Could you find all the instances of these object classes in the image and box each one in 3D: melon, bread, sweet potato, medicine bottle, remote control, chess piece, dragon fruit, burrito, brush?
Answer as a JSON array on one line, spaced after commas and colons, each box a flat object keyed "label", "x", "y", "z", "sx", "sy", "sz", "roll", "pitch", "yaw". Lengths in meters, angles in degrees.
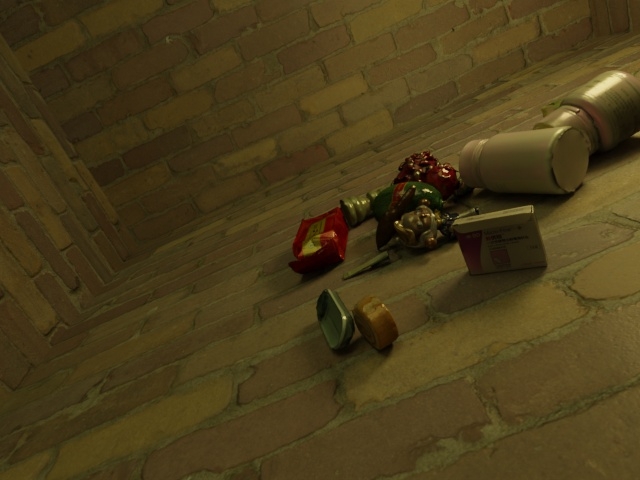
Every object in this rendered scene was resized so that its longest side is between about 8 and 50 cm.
[{"label": "melon", "x": 0.330, "y": -0.129, "z": 1.598, "sx": 0.288, "sy": 0.182, "sz": 0.182, "roll": -8, "pitch": 26, "yaw": 35}, {"label": "bread", "x": 0.138, "y": 0.201, "z": 1.085, "sx": 0.073, "sy": 0.122, "sz": 0.149, "roll": -27, "pitch": 21, "yaw": -13}, {"label": "sweet potato", "x": 0.251, "y": -0.077, "z": 1.506, "sx": 0.269, "sy": 0.075, "sz": 0.074, "roll": -62, "pitch": 9, "yaw": 20}, {"label": "medicine bottle", "x": 0.468, "y": 0.001, "z": 1.128, "sx": 0.201, "sy": 0.171, "sz": 0.052, "roll": -11, "pitch": 28, "yaw": 33}, {"label": "medicine bottle", "x": 0.938, "y": -0.413, "z": 1.505, "sx": 0.302, "sy": 0.241, "sz": 0.241, "roll": -33, "pitch": 20, "yaw": 4}, {"label": "remote control", "x": 0.038, "y": 0.216, "z": 1.206, "sx": 0.052, "sy": 0.104, "sz": 0.247, "roll": 14, "pitch": 14, "yaw": -17}, {"label": "chess piece", "x": 0.220, "y": -0.166, "z": 1.912, "sx": 0.243, "sy": 0.133, "sz": 0.133, "roll": -23, "pitch": 20, "yaw": -7}, {"label": "dragon fruit", "x": 0.457, "y": -0.211, "z": 1.642, "sx": 0.165, "sy": 0.136, "sz": 0.133, "roll": -58, "pitch": 26, "yaw": 26}, {"label": "medicine bottle", "x": 0.682, "y": -0.267, "z": 1.481, "sx": 0.214, "sy": 0.213, "sz": 0.379, "roll": -34, "pitch": 22, "yaw": -22}, {"label": "burrito", "x": 0.613, "y": -0.265, "z": 1.764, "sx": 0.096, "sy": 0.066, "sz": 0.309, "roll": -21, "pitch": 18, "yaw": 44}, {"label": "dragon fruit", "x": 0.388, "y": -0.245, "z": 1.781, "sx": 0.273, "sy": 0.198, "sz": 0.218, "roll": -40, "pitch": 15, "yaw": -36}, {"label": "brush", "x": 0.159, "y": 0.090, "z": 1.477, "sx": 0.179, "sy": 0.030, "sz": 0.033, "roll": -30, "pitch": 34, "yaw": 16}]

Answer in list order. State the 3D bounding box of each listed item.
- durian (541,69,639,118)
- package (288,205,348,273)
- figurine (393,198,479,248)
[{"label": "durian", "x": 1.079, "y": -0.513, "z": 1.694, "sx": 0.356, "sy": 0.169, "sz": 0.157, "roll": -17, "pitch": 21, "yaw": 35}, {"label": "package", "x": 0.000, "y": -0.001, "z": 1.744, "sx": 0.196, "sy": 0.123, "sz": 0.423, "roll": -22, "pitch": 21, "yaw": 15}, {"label": "figurine", "x": 0.386, "y": -0.057, "z": 1.438, "sx": 0.275, "sy": 0.133, "sz": 0.193, "roll": -24, "pitch": 51, "yaw": -3}]
